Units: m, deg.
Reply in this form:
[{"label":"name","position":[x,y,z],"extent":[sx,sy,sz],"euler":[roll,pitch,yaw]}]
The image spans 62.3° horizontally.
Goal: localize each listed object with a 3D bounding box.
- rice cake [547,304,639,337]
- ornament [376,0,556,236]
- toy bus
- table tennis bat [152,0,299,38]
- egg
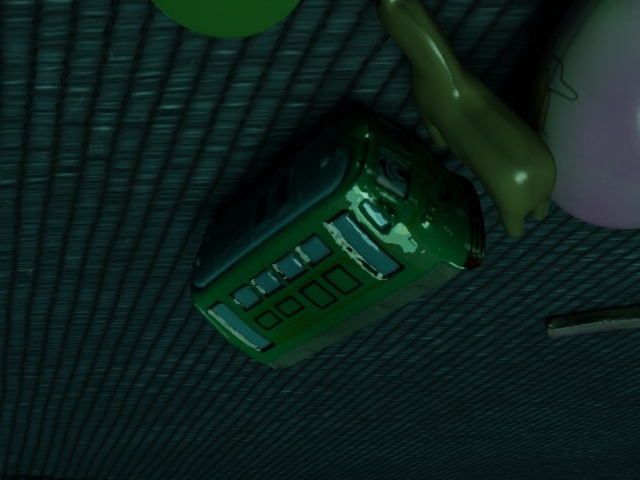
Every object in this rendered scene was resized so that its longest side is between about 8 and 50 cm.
[{"label":"rice cake","position":[0.530,0.153,0.999],"extent":[0.206,0.036,0.047],"euler":[-9,131,6]},{"label":"ornament","position":[0.135,-0.127,0.511],"extent":[0.061,0.230,0.245],"euler":[-36,157,8]},{"label":"toy bus","position":[0.000,0.000,0.651],"extent":[0.199,0.184,0.343],"euler":[39,125,-25]},{"label":"table tennis bat","position":[-0.082,-0.274,0.416],"extent":[0.160,0.039,0.257],"euler":[1,146,-5]},{"label":"egg","position":[0.294,-0.129,0.502],"extent":[0.196,0.196,0.271],"euler":[-21,136,20]}]
